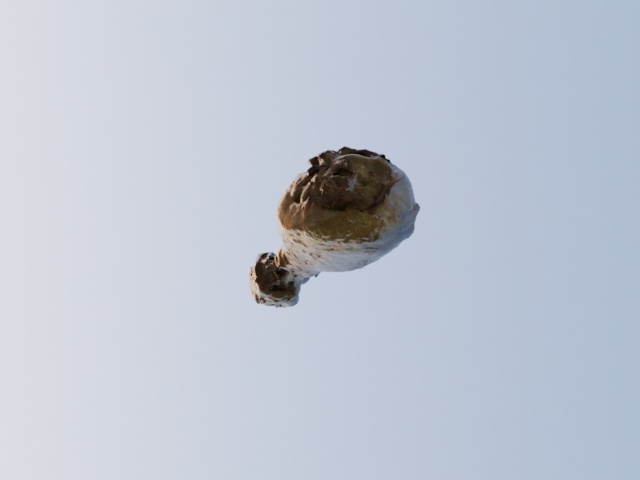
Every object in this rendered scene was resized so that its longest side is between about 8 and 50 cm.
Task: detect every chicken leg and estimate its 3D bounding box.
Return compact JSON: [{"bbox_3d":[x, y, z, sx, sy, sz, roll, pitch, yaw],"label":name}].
[{"bbox_3d":[-0.002,0.002,1.194,0.251,0.107,0.087,-46,-158,57],"label":"chicken leg"}]
